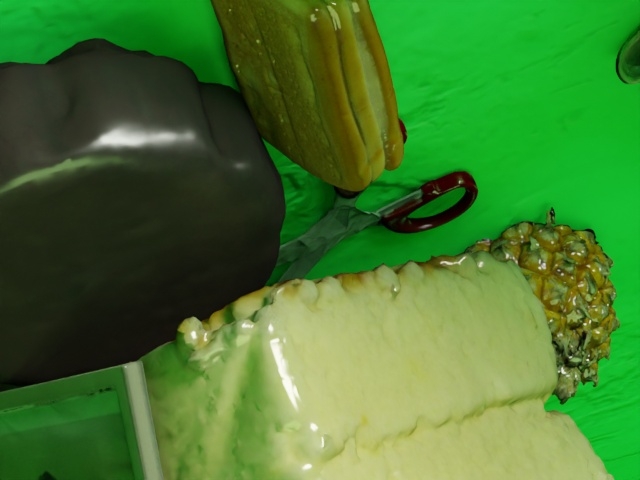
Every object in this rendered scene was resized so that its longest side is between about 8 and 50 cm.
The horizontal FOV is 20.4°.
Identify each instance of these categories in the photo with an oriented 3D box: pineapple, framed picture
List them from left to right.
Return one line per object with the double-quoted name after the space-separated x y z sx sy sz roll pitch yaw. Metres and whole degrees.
-0.199 0.198 1.270 0.265 0.192 0.018 -16 175 42 "framed picture"
0.192 0.083 1.519 0.161 0.137 0.176 -19 139 -2 "pineapple"

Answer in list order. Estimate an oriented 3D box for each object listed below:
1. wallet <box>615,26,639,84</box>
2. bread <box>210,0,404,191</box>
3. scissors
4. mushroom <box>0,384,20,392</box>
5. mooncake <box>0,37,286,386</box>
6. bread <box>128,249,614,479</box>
0.413 -0.151 1.418 0.310 0.077 0.223 23 123 -35 "wallet"
-0.008 -0.126 1.244 0.077 0.116 0.200 -39 142 -17 "bread"
0.000 0.000 1.446 0.248 0.017 0.144 -37 136 19 "scissors"
-0.248 0.202 1.501 0.109 0.097 0.351 -18 141 -1 "mushroom"
-0.170 -0.020 1.260 0.283 0.141 0.283 -14 146 -10 "mooncake"
-0.018 0.212 1.367 0.390 0.279 0.371 -40 162 32 "bread"
